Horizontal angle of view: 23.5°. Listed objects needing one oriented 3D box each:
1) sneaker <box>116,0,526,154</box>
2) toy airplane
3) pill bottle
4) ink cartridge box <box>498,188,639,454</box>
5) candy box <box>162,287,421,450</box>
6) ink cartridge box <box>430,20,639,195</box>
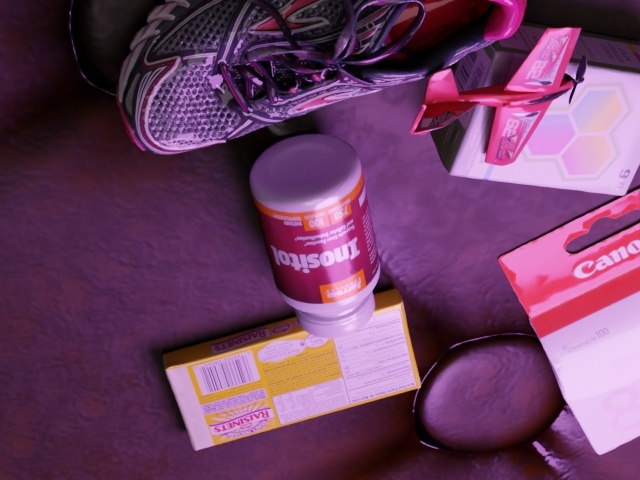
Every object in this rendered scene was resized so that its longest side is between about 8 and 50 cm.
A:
[{"bbox_3d":[-0.004,-0.142,1.061,0.299,0.112,0.121,-26,129,7],"label":"sneaker"},{"bbox_3d":[0.124,-0.100,1.086,0.151,0.028,0.151,-23,152,-13],"label":"toy airplane"},{"bbox_3d":[0.000,0.000,1.190,0.086,0.086,0.152,-15,130,-2],"label":"pill bottle"},{"bbox_3d":[0.282,0.067,1.338,0.189,0.066,0.232,-27,133,8],"label":"ink cartridge box"},{"bbox_3d":[-0.022,0.111,1.310,0.206,0.027,0.105,-15,132,-2],"label":"candy box"},{"bbox_3d":[0.201,-0.098,1.179,0.209,0.062,0.109,6,125,-19],"label":"ink cartridge box"}]
